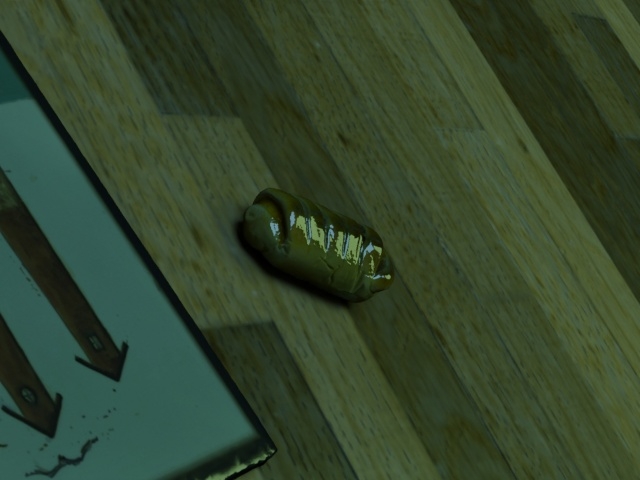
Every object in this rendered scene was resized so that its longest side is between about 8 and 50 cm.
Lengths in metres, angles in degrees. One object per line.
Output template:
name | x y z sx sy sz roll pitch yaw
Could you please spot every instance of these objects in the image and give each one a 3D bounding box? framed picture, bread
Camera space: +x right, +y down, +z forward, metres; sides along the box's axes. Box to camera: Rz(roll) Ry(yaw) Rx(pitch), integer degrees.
framed picture | -0.172 -0.016 0.651 0.324 0.013 0.244 55 32 11
bread | 0.000 0.000 0.832 0.088 0.034 0.049 27 31 -32
